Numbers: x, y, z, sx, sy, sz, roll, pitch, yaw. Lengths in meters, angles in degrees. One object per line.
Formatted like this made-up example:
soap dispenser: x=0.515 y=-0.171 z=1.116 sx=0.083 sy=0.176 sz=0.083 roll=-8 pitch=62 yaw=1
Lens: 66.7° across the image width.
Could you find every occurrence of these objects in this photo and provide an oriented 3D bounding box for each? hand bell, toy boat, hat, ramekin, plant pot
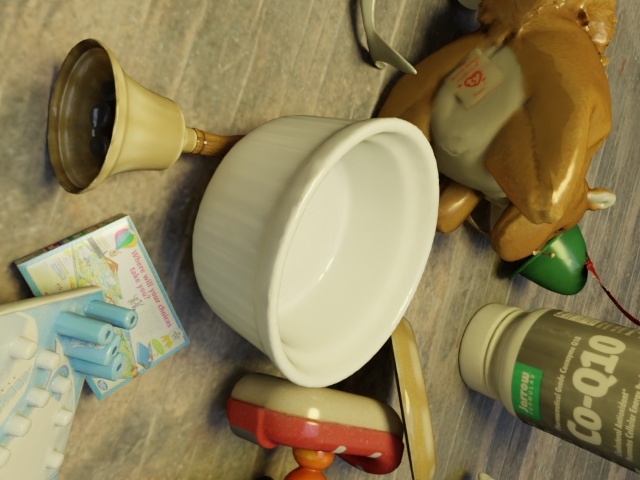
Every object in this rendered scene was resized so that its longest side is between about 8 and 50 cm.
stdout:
hand bell: x=-0.120 y=-0.096 z=0.487 sx=0.242 sy=0.126 sz=0.126 roll=3 pitch=96 yaw=-50
toy boat: x=-0.006 y=0.251 z=0.576 sx=0.231 sy=0.151 sz=0.151 roll=26 pitch=70 yaw=-37
hat: x=0.458 y=0.075 z=0.854 sx=0.208 sy=0.183 sz=0.173 roll=-29 pitch=158 yaw=-41
ramekin: x=0.000 y=0.000 z=0.520 sx=0.277 sy=0.135 sz=0.277 roll=-28 pitch=129 yaw=-42
plant pot: x=0.120 y=0.205 z=0.646 sx=0.032 sy=0.236 sz=0.236 roll=-9 pitch=107 yaw=5

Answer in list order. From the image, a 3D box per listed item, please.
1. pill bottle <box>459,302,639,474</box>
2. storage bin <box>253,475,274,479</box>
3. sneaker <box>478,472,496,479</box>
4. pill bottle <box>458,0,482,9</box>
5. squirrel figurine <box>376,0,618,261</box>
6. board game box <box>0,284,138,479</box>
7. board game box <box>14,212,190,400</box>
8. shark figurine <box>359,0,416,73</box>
pill bottle: x=0.424 y=0.225 z=0.783 sx=0.204 sy=0.361 sz=0.204 roll=-7 pitch=101 yaw=-37
storage bin: x=-0.085 y=0.405 z=0.594 sx=0.122 sy=0.084 sz=0.180 roll=-6 pitch=102 yaw=-37
sneaker: x=0.217 y=0.514 z=0.836 sx=0.297 sy=0.129 sz=0.111 roll=-20 pitch=113 yaw=-15
pill bottle: x=0.277 y=-0.420 z=0.724 sx=0.184 sy=0.103 sz=0.103 roll=-43 pitch=121 yaw=-24
squirrel figurine: x=0.312 y=-0.159 z=0.698 sx=0.370 sy=0.281 sz=0.396 roll=26 pitch=84 yaw=-44
board game box: x=-0.243 y=0.237 z=0.261 sx=0.050 sy=0.390 sz=0.389 roll=16 pitch=92 yaw=2
board game box: x=-0.206 y=0.064 z=0.478 sx=0.103 sy=0.026 sz=0.154 roll=-31 pitch=115 yaw=-30
shark figurine: x=0.106 y=-0.357 z=0.599 sx=0.166 sy=0.116 sz=0.278 roll=33 pitch=76 yaw=-35
